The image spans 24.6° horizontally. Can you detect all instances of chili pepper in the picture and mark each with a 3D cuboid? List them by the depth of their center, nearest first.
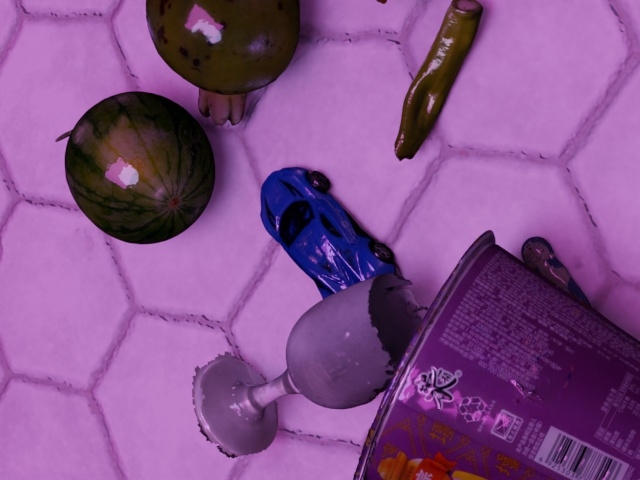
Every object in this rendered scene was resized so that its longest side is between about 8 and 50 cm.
[{"bbox_3d":[0.133,-0.187,1.699,0.050,0.052,0.202,49,122,49],"label":"chili pepper"}]

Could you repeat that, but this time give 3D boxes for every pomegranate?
[{"bbox_3d":[-0.118,-0.250,1.771,0.202,0.202,0.248,33,138,22],"label":"pomegranate"}]

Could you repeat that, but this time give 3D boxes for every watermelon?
[{"bbox_3d":[-0.230,-0.097,1.845,0.215,0.188,0.188,47,118,45],"label":"watermelon"}]

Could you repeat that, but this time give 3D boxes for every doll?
[{"bbox_3d":[0.270,0.050,1.664,0.037,0.027,0.125,-39,77,20],"label":"doll"}]

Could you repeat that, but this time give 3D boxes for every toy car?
[{"bbox_3d":[0.000,0.000,1.791,0.216,0.063,0.103,48,117,16],"label":"toy car"}]

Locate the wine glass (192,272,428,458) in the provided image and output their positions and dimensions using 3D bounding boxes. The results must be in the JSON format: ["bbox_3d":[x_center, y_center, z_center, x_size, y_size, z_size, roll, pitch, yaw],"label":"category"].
[{"bbox_3d":[-0.010,0.148,1.738,0.321,0.143,0.143,-31,81,41],"label":"wine glass"}]

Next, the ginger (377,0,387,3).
[{"bbox_3d":[0.076,-0.468,1.644,0.274,0.152,0.358,42,119,41],"label":"ginger"}]

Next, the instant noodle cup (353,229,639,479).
[{"bbox_3d":[0.223,0.192,1.563,0.266,0.340,0.340,26,109,12],"label":"instant noodle cup"}]
